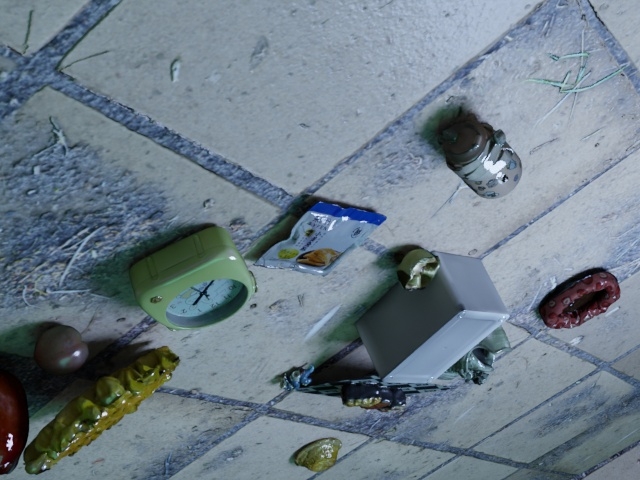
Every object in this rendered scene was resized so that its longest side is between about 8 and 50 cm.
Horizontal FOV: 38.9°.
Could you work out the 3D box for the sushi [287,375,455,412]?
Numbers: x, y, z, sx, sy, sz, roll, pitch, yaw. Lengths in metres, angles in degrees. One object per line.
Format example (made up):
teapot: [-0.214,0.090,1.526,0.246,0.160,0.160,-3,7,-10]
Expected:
sushi: [0.115,0.343,1.944,0.264,0.050,0.290,-17,157,39]

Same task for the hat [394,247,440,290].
hat: [0.170,0.047,1.636,0.077,0.059,0.076,1,124,-43]

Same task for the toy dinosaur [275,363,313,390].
toy dinosaur: [-0.049,0.281,1.858,0.083,0.031,0.047,-25,150,0]

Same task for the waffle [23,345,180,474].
waffle: [-0.360,0.276,1.496,0.329,0.062,0.329,-38,174,-5]

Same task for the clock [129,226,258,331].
clock: [-0.185,0.078,1.433,0.170,0.069,0.232,-26,149,1]

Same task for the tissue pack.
tissue pack: [0.214,0.154,1.748,0.159,0.136,0.246,9,135,-42]

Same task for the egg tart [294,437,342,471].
egg tart: [-0.002,0.538,2.252,0.128,0.049,0.129,-17,146,-12]

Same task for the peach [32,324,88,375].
peach: [-0.405,0.173,1.414,0.083,0.083,0.083,-17,148,-11]

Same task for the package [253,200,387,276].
package: [0.000,0.000,1.479,0.171,0.027,0.173,11,137,-44]

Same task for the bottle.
bottle: [0.244,-0.130,1.390,0.099,0.099,0.152,-35,143,16]

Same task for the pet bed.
pet bed: [0.589,0.139,2.056,0.201,0.054,0.201,-15,152,-8]

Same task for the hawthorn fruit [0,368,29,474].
hawthorn fruit: [-0.534,0.291,1.388,0.185,0.202,0.185,-21,154,-11]

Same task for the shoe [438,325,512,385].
shoe: [0.295,0.263,1.951,0.109,0.149,0.293,2,139,-38]
